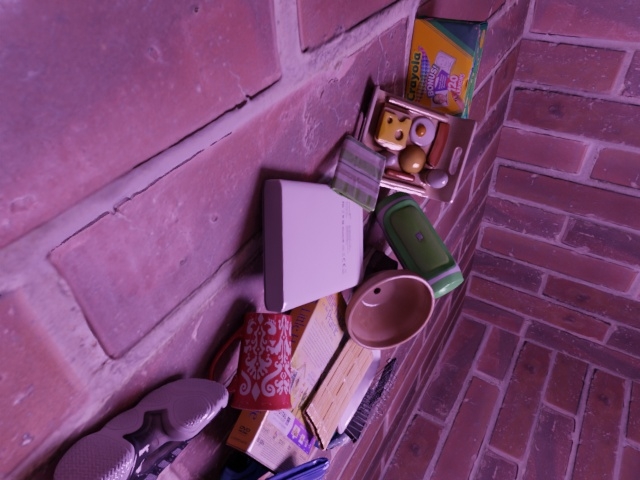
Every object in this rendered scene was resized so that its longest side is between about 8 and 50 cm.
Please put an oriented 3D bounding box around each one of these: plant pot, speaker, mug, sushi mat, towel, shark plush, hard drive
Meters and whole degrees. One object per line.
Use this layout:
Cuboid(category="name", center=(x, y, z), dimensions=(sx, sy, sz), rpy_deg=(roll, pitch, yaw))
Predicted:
Cuboid(category="plant pot", center=(0.164, 0.159, 1.155), dimensions=(0.237, 0.110, 0.238), rpy_deg=(-9, 123, -15))
Cuboid(category="speaker", center=(0.267, 0.011, 1.236), dimensions=(0.131, 0.297, 0.131), rpy_deg=(-24, 158, -10))
Cuboid(category="mug", center=(-0.117, 0.222, 0.830), dimensions=(0.150, 0.113, 0.170), rpy_deg=(16, 71, -42))
Cuboid(category="sushi mat", center=(0.057, 0.358, 1.137), dimensions=(0.316, 0.019, 0.152), rpy_deg=(-49, 129, -46))
Cuboid(category="towel", center=(-0.125, 0.615, 1.019), dimensions=(0.243, 0.040, 0.336), rpy_deg=(-6, 132, -32))
Cuboid(category="shark plush", center=(0.064, 0.651, 1.502), dimensions=(0.161, 0.073, 0.067), rpy_deg=(-16, 105, -34))
Cuboid(category="towel", center=(0.083, -0.146, 0.974), dimensions=(0.023, 0.113, 0.152), rpy_deg=(-36, -148, 56))
Cuboid(category="hard drive", center=(0.000, 0.000, 0.934), dimensions=(0.353, 0.047, 0.233), rpy_deg=(-7, 97, -62))

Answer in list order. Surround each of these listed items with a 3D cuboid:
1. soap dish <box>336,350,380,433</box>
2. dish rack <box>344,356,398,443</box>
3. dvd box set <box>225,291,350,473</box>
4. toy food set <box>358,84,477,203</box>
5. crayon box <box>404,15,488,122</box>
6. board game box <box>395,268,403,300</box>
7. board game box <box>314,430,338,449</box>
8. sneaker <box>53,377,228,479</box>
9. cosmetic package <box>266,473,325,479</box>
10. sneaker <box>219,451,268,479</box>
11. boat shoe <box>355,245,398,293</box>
Cuboid(category="soap dish", center=(0.071, 0.406, 1.342), dimensions=(0.291, 0.118, 0.229), rpy_deg=(-51, 148, -33))
Cuboid(category="dish rack", center=(0.173, 0.504, 1.436), dimensions=(0.272, 0.074, 0.208), rpy_deg=(-57, 176, 38))
Cuboid(category="dvd box set", center=(-0.038, 0.323, 1.056), dimensions=(0.421, 0.062, 0.308), rpy_deg=(-63, 149, -29))
Cuboid(category="toy food set", center=(0.228, -0.225, 1.086), dimensions=(0.305, 0.092, 0.220), rpy_deg=(10, 101, -26))
Cuboid(category="crayon box", center=(0.319, -0.429, 1.173), dimensions=(0.081, 0.165, 0.279), rpy_deg=(-39, 140, -46))
Cuboid(category="board game box", center=(0.258, 0.153, 1.321), dimensions=(0.211, 0.039, 0.160), rpy_deg=(-19, 122, -51))
Cuboid(category="board game box", center=(0.056, 0.584, 1.517), dimensions=(0.160, 0.047, 0.211), rpy_deg=(13, 97, -64))
Cuboid(category="sneaker", center=(-0.258, 0.328, 0.682), dimensions=(0.268, 0.101, 0.153), rpy_deg=(-22, 128, -49))
Cuboid(category="cosmetic package", center=(-0.094, 0.806, 1.274), dimensions=(0.129, 0.153, 0.297), rpy_deg=(-11, 116, -58))
Cuboid(category="sneaker", center=(-0.150, 0.501, 1.039), dimensions=(0.209, 0.069, 0.082), rpy_deg=(-18, 125, -57))
Cuboid(category="boat shoe", center=(0.182, 0.171, 1.374), dimensions=(0.132, 0.130, 0.356), rpy_deg=(-53, 149, -29))
